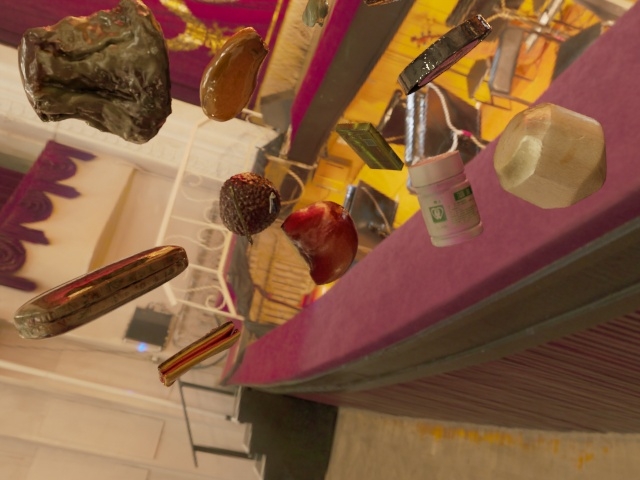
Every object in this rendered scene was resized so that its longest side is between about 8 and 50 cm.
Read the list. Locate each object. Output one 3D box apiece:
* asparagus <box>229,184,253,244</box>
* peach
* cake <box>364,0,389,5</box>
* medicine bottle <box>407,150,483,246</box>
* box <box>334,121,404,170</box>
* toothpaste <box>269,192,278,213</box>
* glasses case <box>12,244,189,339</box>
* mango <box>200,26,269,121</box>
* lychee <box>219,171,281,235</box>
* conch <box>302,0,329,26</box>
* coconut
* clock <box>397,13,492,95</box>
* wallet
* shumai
[{"bbox_3d":[-0.206,-0.065,1.362,0.016,0.013,0.166,-20,90,54],"label":"asparagus"},{"bbox_3d":[0.000,0.000,1.611,0.245,0.248,0.275,-57,10,12],"label":"peach"},{"bbox_3d":[0.265,-0.791,1.674,0.246,0.135,0.112,-34,-10,36],"label":"cake"},{"bbox_3d":[0.481,-0.159,2.021,0.212,0.211,0.326,-153,43,-80],"label":"medicine bottle"},{"bbox_3d":[0.211,-0.392,2.213,0.172,0.311,0.043,10,71,41],"label":"box"},{"bbox_3d":[-0.148,-0.116,1.644,0.019,0.027,0.083,-93,2,-46],"label":"toothpaste"},{"bbox_3d":[-0.474,0.104,1.190,0.425,0.156,0.098,-33,-67,-57],"label":"glasses case"},{"bbox_3d":[-0.290,-0.534,1.721,0.144,0.186,0.359,59,138,25],"label":"mango"},{"bbox_3d":[-0.274,-0.140,2.048,0.260,0.260,0.261,-164,90,-80],"label":"lychee"},{"bbox_3d":[-0.020,-0.680,1.545,0.065,0.088,0.180,53,-151,-53],"label":"conch"},{"bbox_3d":[0.571,-0.196,1.281,0.237,0.265,0.238,-160,90,-82],"label":"coconut"},{"bbox_3d":[0.368,-0.553,1.585,0.312,0.061,0.312,-36,2,1],"label":"clock"},{"bbox_3d":[-0.349,0.321,1.499,0.241,0.067,0.141,-30,-15,-27],"label":"wallet"},{"bbox_3d":[-0.583,-0.423,1.348,0.397,0.323,0.324,-47,62,49],"label":"shumai"}]
